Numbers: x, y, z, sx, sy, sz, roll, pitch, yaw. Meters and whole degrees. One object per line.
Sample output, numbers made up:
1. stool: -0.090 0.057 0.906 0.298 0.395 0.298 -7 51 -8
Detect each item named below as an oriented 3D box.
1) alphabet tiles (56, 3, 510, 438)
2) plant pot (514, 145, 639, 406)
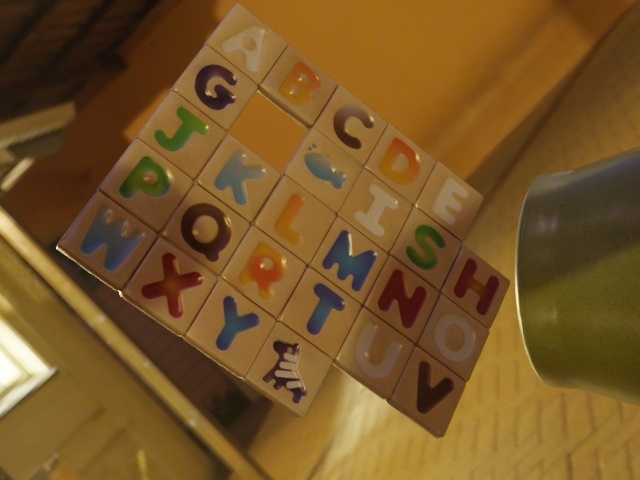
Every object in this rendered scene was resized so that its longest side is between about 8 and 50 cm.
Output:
1. alphabet tiles: 0.000 0.000 0.640 0.009 0.237 0.198 -37 19 55
2. plant pot: 0.400 0.034 1.154 0.352 0.367 0.366 -2 24 28
